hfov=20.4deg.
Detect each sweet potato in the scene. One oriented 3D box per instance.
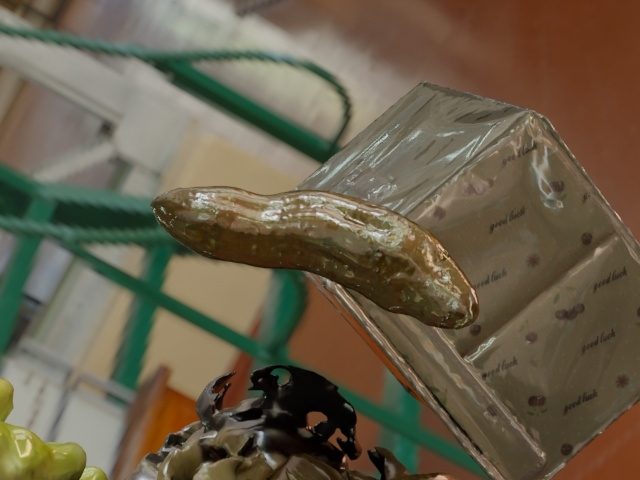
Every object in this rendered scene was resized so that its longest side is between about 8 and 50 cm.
[{"bbox_3d":[-0.001,0.000,0.948,0.053,0.182,0.054,-84,10,-82],"label":"sweet potato"}]

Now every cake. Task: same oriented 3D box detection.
[{"bbox_3d":[-0.036,0.248,1.401,0.332,0.332,0.321,-48,60,37],"label":"cake"}]

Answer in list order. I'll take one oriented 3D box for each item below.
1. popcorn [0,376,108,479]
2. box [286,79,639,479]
[{"bbox_3d":[-0.267,0.209,1.105,0.312,0.312,0.312,-53,17,24],"label":"popcorn"},{"bbox_3d":[0.110,0.025,1.342,0.190,0.225,0.297,-40,15,-2],"label":"box"}]
